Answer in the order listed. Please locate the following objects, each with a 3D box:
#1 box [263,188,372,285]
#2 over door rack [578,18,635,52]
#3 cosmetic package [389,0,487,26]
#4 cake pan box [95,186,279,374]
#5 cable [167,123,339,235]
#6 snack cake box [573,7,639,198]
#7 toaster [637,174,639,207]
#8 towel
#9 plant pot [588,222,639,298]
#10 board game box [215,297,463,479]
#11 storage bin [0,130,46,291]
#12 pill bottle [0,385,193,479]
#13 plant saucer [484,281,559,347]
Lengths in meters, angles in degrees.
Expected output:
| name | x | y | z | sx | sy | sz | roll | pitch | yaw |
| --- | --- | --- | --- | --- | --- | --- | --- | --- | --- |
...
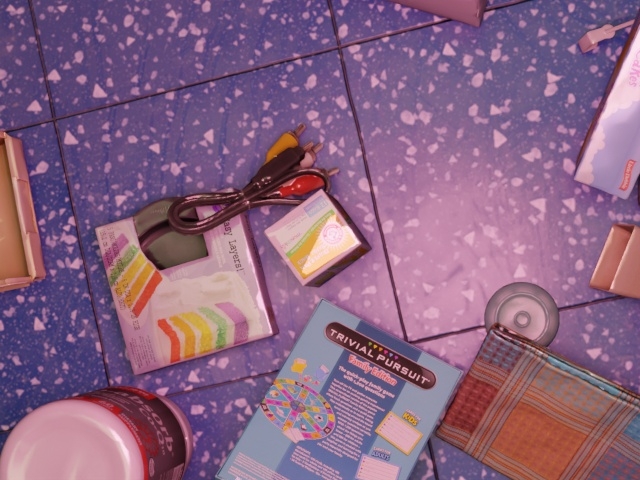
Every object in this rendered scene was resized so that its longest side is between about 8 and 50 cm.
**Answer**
| name | x | y | z | sx | sy | sz | roll | pitch | yaw |
| --- | --- | --- | --- | --- | --- | --- | --- | --- | --- |
| box | 0.000 | 0.000 | 1.834 | 0.114 | 0.203 | 0.103 | -36 | 83 | 5 |
| over door rack | 0.515 | -0.464 | 1.833 | 0.324 | 0.108 | 0.239 | -22 | 84 | 7 |
| cosmetic package | 0.096 | -0.469 | 1.847 | 0.366 | 0.197 | 0.155 | 17 | 89 | 7 |
| cake pan box | -0.219 | 0.062 | 1.932 | 0.246 | 0.070 | 0.266 | -15 | 85 | 5 |
| cable | -0.098 | -0.069 | 1.881 | 0.287 | 0.072 | 0.139 | -35 | 74 | -12 |
| snack cake box | 0.470 | -0.210 | 1.766 | 0.089 | 0.152 | 0.264 | 22 | 110 | 8 |
| toaster | 0.558 | -0.111 | 1.791 | 0.129 | 0.146 | 0.226 | 14 | 90 | 9 |
| towel | 0.378 | 0.301 | 1.779 | 0.370 | 0.040 | 0.271 | 27 | 129 | 9 |
| plant pot | 0.491 | 0.042 | 1.820 | 0.096 | 0.109 | 0.109 | 22 | 90 | -5 |
| board game box | 0.031 | 0.291 | 1.809 | 0.254 | 0.079 | 0.336 | 28 | 63 | 8 |
| storage bin | -0.616 | -0.031 | 1.962 | 0.261 | 0.123 | 0.262 | -12 | 86 | 8 |
| pill bottle | -0.321 | 0.329 | 1.784 | 0.210 | 0.363 | 0.210 | 0 | 88 | 8 |
| plant saucer | 0.320 | 0.125 | 1.877 | 0.119 | 0.021 | 0.119 | 0 | 87 | 7 |
